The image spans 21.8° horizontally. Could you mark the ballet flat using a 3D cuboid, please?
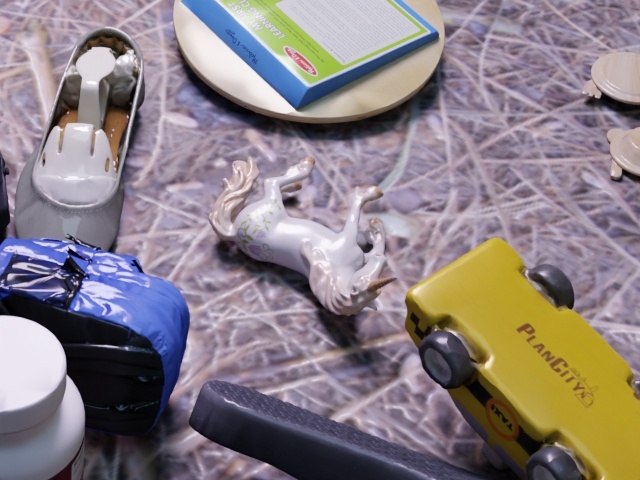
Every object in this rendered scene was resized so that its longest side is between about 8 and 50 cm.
[{"bbox_3d":[-0.161,-0.067,1.117,0.072,0.068,0.213,8,44,-2],"label":"ballet flat"}]

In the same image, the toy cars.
[{"bbox_3d":[0.232,0.118,0.984,0.394,0.087,0.176,13,52,-1],"label":"toy cars"}]

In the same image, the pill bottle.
[{"bbox_3d":[-0.166,0.114,0.867,0.086,0.152,0.086,5,44,-4],"label":"pill bottle"}]

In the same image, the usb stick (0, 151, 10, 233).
[{"bbox_3d":[-0.337,-0.024,1.061,0.278,0.045,0.077,-5,52,-15],"label":"usb stick"}]

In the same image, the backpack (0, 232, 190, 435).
[{"bbox_3d":[-0.136,0.051,0.978,0.120,0.098,0.101,15,40,8],"label":"backpack"}]

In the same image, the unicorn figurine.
[{"bbox_3d":[0.000,0.000,1.090,0.162,0.060,0.111,10,42,24],"label":"unicorn figurine"}]

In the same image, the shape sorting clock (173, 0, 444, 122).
[{"bbox_3d":[-0.009,-0.163,1.261,0.206,0.040,0.206,6,47,-7],"label":"shape sorting clock"}]

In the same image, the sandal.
[{"bbox_3d":[0.045,0.148,0.933,0.254,0.054,0.097,21,3,10],"label":"sandal"}]

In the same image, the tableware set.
[{"bbox_3d":[0.280,-0.090,1.251,0.169,0.020,0.141,7,42,-1],"label":"tableware set"}]
